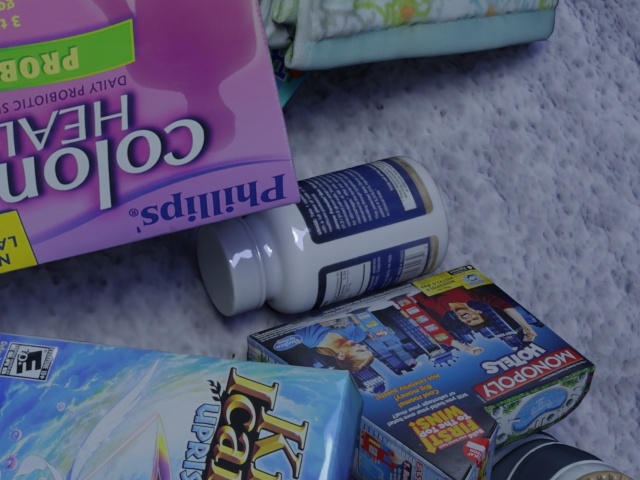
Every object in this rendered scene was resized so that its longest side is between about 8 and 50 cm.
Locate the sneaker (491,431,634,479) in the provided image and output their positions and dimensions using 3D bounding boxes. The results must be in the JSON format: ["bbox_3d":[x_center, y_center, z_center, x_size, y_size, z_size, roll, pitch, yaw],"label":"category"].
[{"bbox_3d":[0.129,0.267,0.772,0.099,0.153,0.282,17,95,-15],"label":"sneaker"}]

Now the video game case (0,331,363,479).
[{"bbox_3d":[-0.117,0.196,0.663,0.244,0.061,0.269,5,65,13],"label":"video game case"}]

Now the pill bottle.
[{"bbox_3d":[0.000,0.000,0.820,0.169,0.094,0.094,-15,75,-24],"label":"pill bottle"}]

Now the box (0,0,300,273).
[{"bbox_3d":[-0.143,-0.124,0.636,0.213,0.243,0.117,-13,34,-2],"label":"box"}]

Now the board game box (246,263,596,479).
[{"bbox_3d":[0.078,0.110,0.764,0.194,0.060,0.194,-16,37,-24],"label":"board game box"}]

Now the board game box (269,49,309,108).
[{"bbox_3d":[-0.065,-0.186,0.871,0.160,0.047,0.210,34,49,-4],"label":"board game box"}]

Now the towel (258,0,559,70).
[{"bbox_3d":[0.081,-0.297,0.818,0.374,0.090,0.320,-16,119,-47],"label":"towel"}]
